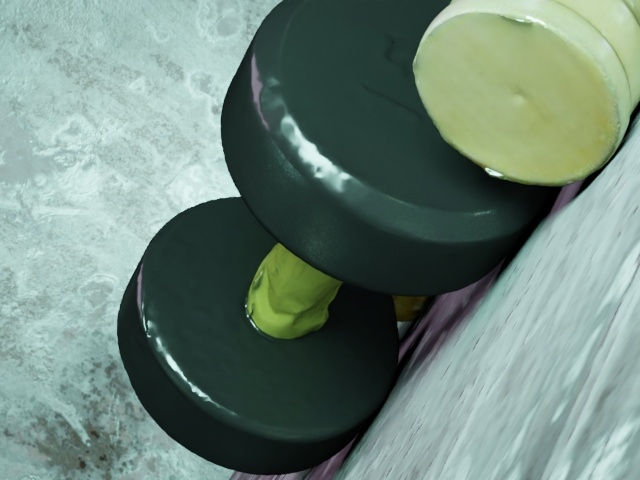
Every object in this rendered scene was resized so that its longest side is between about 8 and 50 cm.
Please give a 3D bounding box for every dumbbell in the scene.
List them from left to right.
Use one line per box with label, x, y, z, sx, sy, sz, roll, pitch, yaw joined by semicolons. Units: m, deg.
dumbbell;0.000;0.000;0.962;0.204;0.204;0.322;-57;0;-41

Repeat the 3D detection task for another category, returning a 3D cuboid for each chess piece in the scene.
chess piece;0.191;-0.201;0.838;0.397;0.117;0.117;-55;-1;-34

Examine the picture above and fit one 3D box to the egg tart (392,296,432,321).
egg tart;0.078;0.025;1.192;0.129;0.049;0.129;-54;-6;-8
